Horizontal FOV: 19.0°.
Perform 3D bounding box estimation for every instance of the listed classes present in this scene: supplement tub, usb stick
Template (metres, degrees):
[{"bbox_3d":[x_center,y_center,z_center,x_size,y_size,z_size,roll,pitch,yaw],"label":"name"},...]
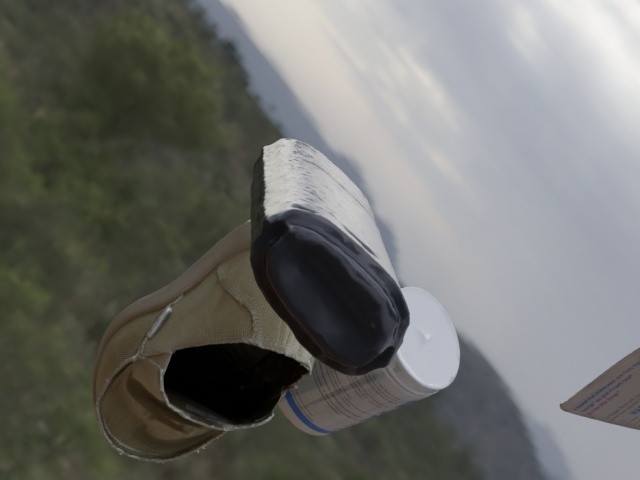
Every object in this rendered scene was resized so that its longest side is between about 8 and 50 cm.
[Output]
[{"bbox_3d":[0.027,0.078,1.215,0.071,0.107,0.071,25,54,-39],"label":"supplement tub"},{"bbox_3d":[0.000,0.000,0.855,0.077,0.045,0.278,51,5,-8],"label":"usb stick"}]

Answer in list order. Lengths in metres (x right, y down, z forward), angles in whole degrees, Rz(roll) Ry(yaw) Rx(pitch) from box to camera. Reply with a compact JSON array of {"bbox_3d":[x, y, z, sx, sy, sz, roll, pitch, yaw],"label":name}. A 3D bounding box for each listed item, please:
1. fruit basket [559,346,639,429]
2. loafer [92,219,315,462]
[{"bbox_3d":[0.415,0.100,1.473,0.353,0.165,0.327,19,-31,-15],"label":"fruit basket"},{"bbox_3d":[-0.076,0.081,1.208,0.102,0.268,0.092,23,51,-17],"label":"loafer"}]
